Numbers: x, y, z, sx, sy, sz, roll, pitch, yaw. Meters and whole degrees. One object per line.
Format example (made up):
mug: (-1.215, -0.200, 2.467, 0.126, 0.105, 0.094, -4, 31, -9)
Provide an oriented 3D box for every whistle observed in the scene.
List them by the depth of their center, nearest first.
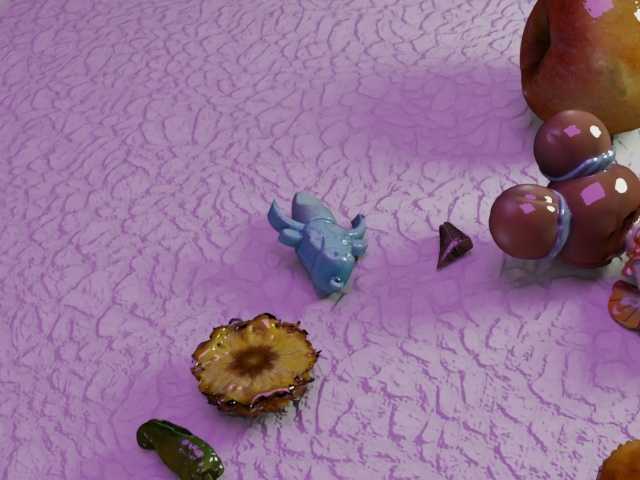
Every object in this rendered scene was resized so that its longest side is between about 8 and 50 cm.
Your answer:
whistle: (0.000, 0.000, 1.709, 0.186, 0.093, 0.274, 8, 34, -22)

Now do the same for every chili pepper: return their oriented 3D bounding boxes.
chili pepper: (-0.190, 0.322, 1.400, 0.204, 0.073, 0.072, 29, 22, 37)

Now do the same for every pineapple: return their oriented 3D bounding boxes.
pineapple: (-0.101, 0.205, 1.505, 0.224, 0.076, 0.225, -4, 39, 4)

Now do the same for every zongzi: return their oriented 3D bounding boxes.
zongzi: (0.221, 0.010, 1.706, 0.083, 0.040, 0.076, -39, 41, -7)

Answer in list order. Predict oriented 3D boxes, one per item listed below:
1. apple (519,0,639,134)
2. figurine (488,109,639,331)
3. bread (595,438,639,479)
apple: (0.559, -0.361, 1.858, 0.305, 0.338, 0.338, 10, 41, -9)
figurine: (0.500, -0.020, 1.552, 0.388, 0.248, 0.277, 27, 76, 36)
bread: (0.464, 0.364, 1.199, 0.179, 0.133, 0.250, -26, 46, -24)
